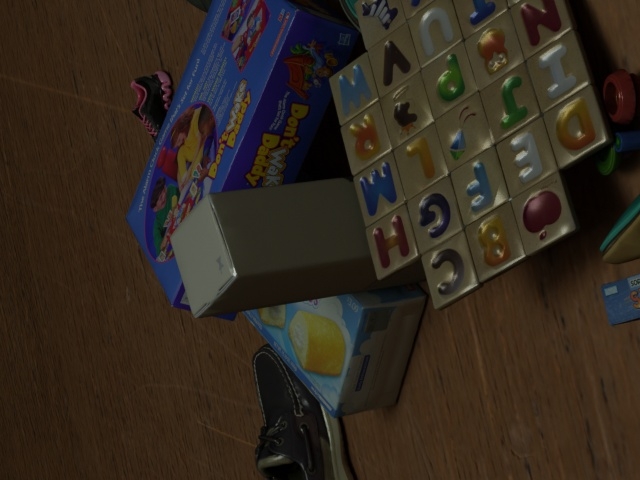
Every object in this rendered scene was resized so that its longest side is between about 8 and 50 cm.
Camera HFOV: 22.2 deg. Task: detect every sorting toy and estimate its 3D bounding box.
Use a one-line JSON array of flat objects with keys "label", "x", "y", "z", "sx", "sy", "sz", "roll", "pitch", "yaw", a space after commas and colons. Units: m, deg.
[{"label": "sorting toy", "x": 0.269, "y": -0.100, "z": 1.417, "sx": 0.061, "sy": 0.042, "sz": 0.102, "roll": -110, "pitch": 19, "yaw": -45}]

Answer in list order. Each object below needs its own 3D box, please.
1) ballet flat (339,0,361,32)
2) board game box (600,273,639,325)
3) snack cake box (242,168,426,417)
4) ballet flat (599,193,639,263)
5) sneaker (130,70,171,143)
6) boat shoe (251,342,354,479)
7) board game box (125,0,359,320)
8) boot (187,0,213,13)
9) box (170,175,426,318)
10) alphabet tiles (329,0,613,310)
[{"label": "ballet flat", "x": 0.073, "y": -0.213, "z": 1.665, "sx": 0.068, "sy": 0.072, "sz": 0.213, "roll": 75, "pitch": 169, "yaw": -57}, {"label": "board game box", "x": 0.331, "y": 0.022, "z": 1.250, "sx": 0.201, "sy": 0.136, "sz": 0.035, "roll": -24, "pitch": 77, "yaw": 56}, {"label": "snack cake box", "x": -0.003, "y": 0.054, "z": 1.821, "sx": 0.264, "sy": 0.089, "sz": 0.152, "roll": 46, "pitch": 134, "yaw": 42}, {"label": "ballet flat", "x": 0.306, "y": -0.044, "z": 1.338, "sx": 0.073, "sy": 0.080, "sz": 0.232, "roll": 36, "pitch": 136, "yaw": 10}, {"label": "sneaker", "x": -0.221, "y": -0.161, "z": 2.138, "sx": 0.047, "sy": 0.057, "sz": 0.119, "roll": -12, "pitch": 88, "yaw": 55}, {"label": "boat shoe", "x": -0.029, "y": 0.251, "z": 1.903, "sx": 0.103, "sy": 0.092, "sz": 0.285, "roll": -39, "pitch": 65, "yaw": 53}, {"label": "board game box", "x": -0.096, "y": -0.120, "z": 1.799, "sx": 0.347, "sy": 0.078, "sz": 0.233, "roll": -66, "pitch": 28, "yaw": 17}, {"label": "boot", "x": -0.102, "y": -0.355, "z": 1.905, "sx": 0.161, "sy": 0.083, "sz": 0.246, "roll": 45, "pitch": 139, "yaw": 33}, {"label": "box", "x": 0.000, "y": 0.000, "z": 1.629, "sx": 0.113, "sy": 0.275, "sz": 0.094, "roll": -43, "pitch": 60, "yaw": 52}, {"label": "alphabet tiles", "x": 0.129, "y": -0.124, "z": 1.524, "sx": 0.285, "sy": 0.011, "sz": 0.343, "roll": -32, "pitch": 60, "yaw": 36}]
